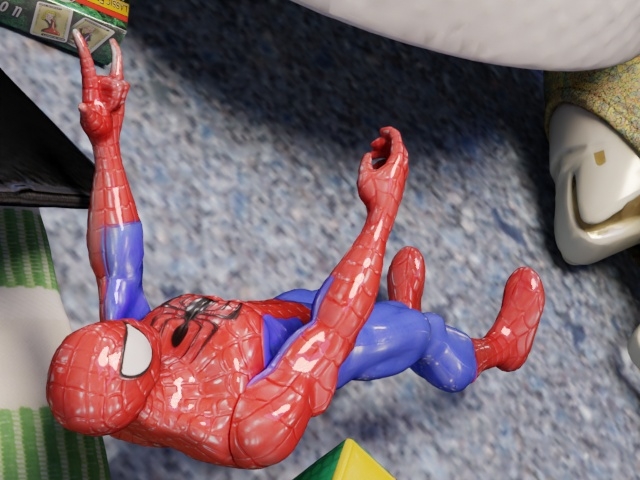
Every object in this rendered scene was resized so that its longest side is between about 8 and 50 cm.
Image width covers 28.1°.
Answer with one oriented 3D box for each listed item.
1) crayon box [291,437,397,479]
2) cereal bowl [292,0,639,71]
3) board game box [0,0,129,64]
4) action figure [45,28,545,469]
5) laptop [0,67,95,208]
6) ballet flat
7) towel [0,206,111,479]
[{"bbox_3d":[0.011,0.203,0.356,0.165,0.081,0.278,45,28,-9],"label":"crayon box"},{"bbox_3d":[0.048,-0.230,0.646,0.338,0.141,0.339,16,33,-11],"label":"cereal bowl"},{"bbox_3d":[-0.203,-0.179,0.568,0.259,0.030,0.136,19,50,-27],"label":"board game box"},{"bbox_3d":[0.000,0.000,0.463,0.280,0.091,0.139,-11,107,-61],"label":"action figure"},{"bbox_3d":[-0.305,-0.071,0.304,0.382,0.236,0.408,45,62,7],"label":"laptop"},{"bbox_3d":[0.198,0.009,0.697,0.123,0.123,0.349,-16,68,-45],"label":"ballet flat"},{"bbox_3d":[-0.193,0.034,0.409,0.247,0.038,0.325,0,58,-39],"label":"towel"}]
